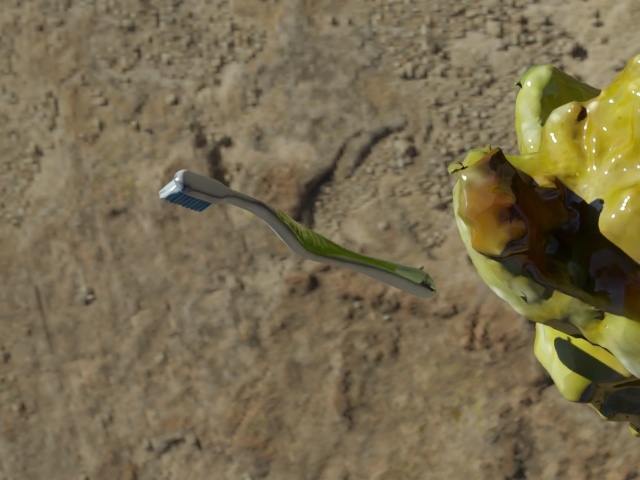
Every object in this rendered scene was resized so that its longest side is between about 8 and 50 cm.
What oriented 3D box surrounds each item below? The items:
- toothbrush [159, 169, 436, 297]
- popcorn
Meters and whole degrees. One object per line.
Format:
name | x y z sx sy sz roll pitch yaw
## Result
toothbrush | 0.000 0.000 0.834 0.026 0.263 0.022 -33 56 30
popcorn | 0.264 -0.023 0.965 0.326 0.321 0.290 38 164 49
